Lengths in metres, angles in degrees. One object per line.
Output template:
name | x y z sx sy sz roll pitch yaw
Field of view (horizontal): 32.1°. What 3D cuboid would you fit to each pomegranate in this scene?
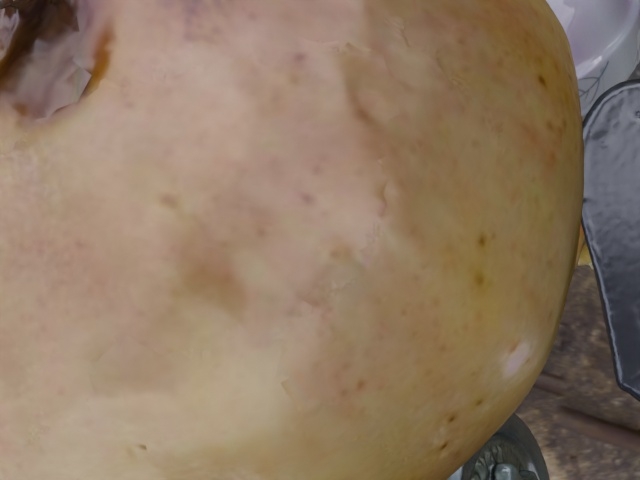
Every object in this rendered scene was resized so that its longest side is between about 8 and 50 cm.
pomegranate | -0.066 -0.029 0.453 0.338 0.338 0.338 -4 81 27

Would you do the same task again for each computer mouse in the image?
computer mouse | 0.281 0.006 0.873 0.138 0.086 0.269 -17 72 23

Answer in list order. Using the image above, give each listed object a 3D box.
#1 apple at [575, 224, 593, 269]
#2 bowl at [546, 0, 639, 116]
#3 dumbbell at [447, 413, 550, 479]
apple | 0.212 -0.048 1.350 0.251 0.293 0.163 5 91 23
bowl | 0.149 -0.228 1.036 0.287 0.143 0.287 -11 42 10
dumbbell | 0.005 0.220 0.860 0.406 0.179 0.179 -10 78 32
